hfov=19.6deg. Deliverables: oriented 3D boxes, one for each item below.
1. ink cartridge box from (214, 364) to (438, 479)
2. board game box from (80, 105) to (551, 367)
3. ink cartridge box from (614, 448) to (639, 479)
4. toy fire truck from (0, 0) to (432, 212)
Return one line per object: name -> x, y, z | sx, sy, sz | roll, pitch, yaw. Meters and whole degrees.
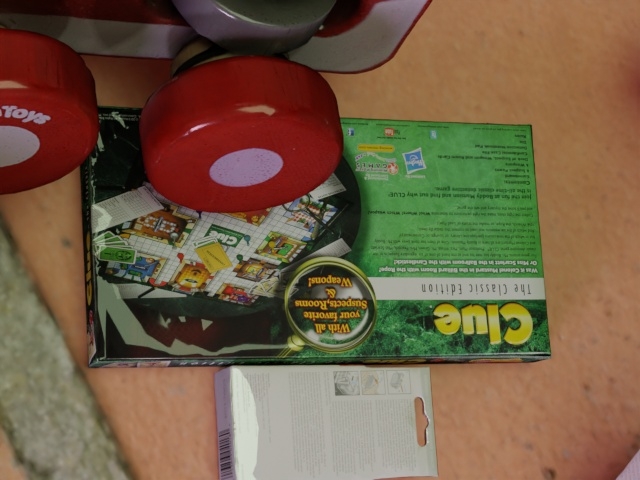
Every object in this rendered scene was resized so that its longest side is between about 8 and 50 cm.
ink cartridge box -> 0.003, 0.098, 0.976 | 0.115, 0.029, 0.063 | 1, 78, -23
board game box -> 0.000, 0.000, 0.996 | 0.259, 0.030, 0.136 | 2, 76, -22
ink cartridge box -> 0.261, 0.146, 0.984 | 0.206, 0.208, 0.045 | 19, 38, -18
toy fire truck -> -0.075, -0.147, 0.854 | 0.302, 0.254, 0.169 | 3, 62, -22
